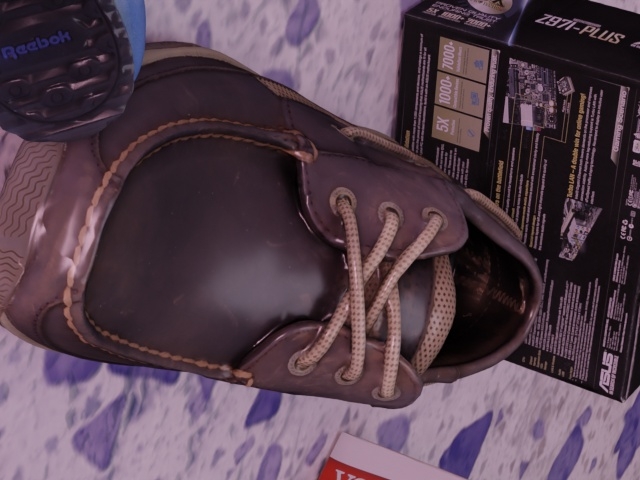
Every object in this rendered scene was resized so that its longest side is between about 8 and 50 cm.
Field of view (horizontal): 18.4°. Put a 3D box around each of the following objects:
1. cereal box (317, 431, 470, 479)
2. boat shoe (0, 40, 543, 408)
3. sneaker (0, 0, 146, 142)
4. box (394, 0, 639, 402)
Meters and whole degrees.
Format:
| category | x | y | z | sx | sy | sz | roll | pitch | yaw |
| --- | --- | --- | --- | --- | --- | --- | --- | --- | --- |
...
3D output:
| category | x | y | z | sx | sy | sz | roll | pitch | yaw |
| --- | --- | --- | --- | --- | --- | --- | --- | --- | --- |
| cereal box | 0.037 | 0.236 | 1.011 | 0.240 | 0.173 | 0.047 | -64 | 153 | -15 |
| boat shoe | 0.000 | 0.000 | 0.817 | 0.355 | 0.130 | 0.132 | -1 | 108 | -63 |
| sneaker | -0.103 | -0.135 | 0.615 | 0.082 | 0.069 | 0.209 | -97 | 176 | -57 |
| box | 0.117 | -0.029 | 1.012 | 0.077 | 0.147 | 0.180 | -38 | 139 | -49 |
